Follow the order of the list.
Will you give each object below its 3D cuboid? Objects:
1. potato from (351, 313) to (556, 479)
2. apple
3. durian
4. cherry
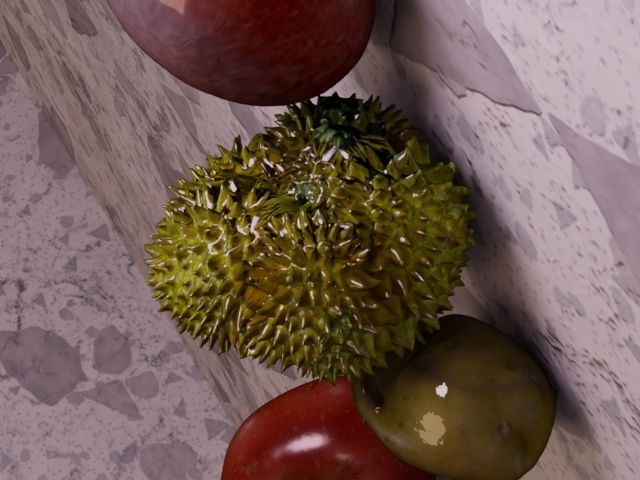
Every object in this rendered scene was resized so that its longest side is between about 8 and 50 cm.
[{"bbox_3d":[0.120,0.141,1.317,0.200,0.154,0.137,12,128,65],"label":"potato"},{"bbox_3d":[0.010,0.287,1.784,0.260,0.260,0.216,63,-171,-7],"label":"apple"},{"bbox_3d":[0.002,0.001,1.277,0.225,0.291,0.291,55,171,-32],"label":"durian"},{"bbox_3d":[-0.065,-0.203,1.185,0.239,0.206,0.239,40,148,32],"label":"cherry"}]
